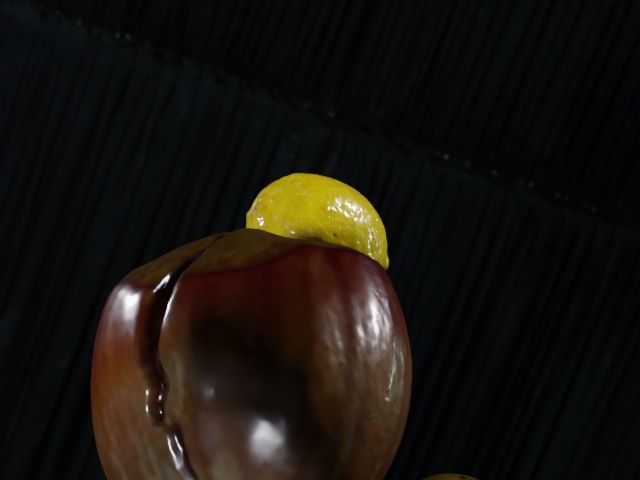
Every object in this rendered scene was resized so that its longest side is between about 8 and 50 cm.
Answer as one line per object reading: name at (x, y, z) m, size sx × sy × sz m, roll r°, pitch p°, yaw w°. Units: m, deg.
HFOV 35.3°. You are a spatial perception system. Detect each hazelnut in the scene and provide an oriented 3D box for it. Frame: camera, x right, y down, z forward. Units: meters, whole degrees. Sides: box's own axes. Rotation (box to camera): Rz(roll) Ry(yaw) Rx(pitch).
hazelnut at (-0.048, 0.095, 0.625) m, size 0.212 × 0.181 × 0.181 m, roll -15°, pitch 18°, yaw 32°

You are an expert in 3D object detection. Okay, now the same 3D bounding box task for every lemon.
lemon at (0.000, 0.000, 0.913) m, size 0.155 × 0.114 × 0.114 m, roll 22°, pitch 8°, yaw -33°

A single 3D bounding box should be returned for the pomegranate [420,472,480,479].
pomegranate at (0.150, 0.358, 1.148) m, size 0.159 × 0.205 × 0.159 m, roll 1°, pitch 50°, yaw -1°
